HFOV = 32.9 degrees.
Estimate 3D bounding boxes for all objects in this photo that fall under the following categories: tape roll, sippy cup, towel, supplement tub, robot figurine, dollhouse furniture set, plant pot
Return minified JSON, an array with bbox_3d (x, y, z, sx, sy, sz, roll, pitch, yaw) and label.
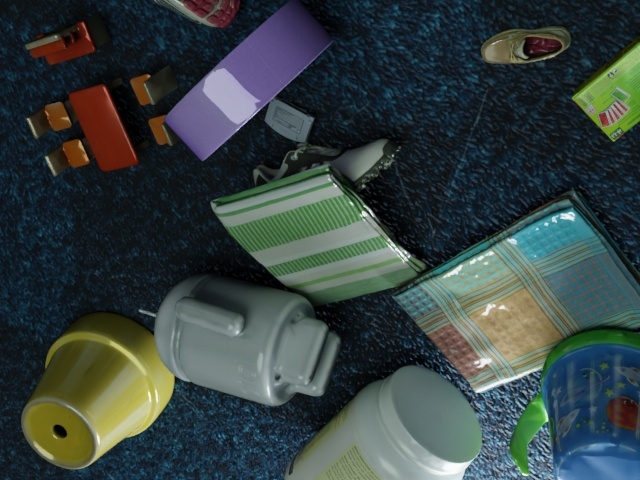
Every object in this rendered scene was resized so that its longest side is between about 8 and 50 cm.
[{"bbox_3d":[-0.109,-0.244,1.648,0.275,0.275,0.090,-37,99,32],"label":"tape roll"},{"bbox_3d":[0.463,0.300,1.734,0.240,0.224,0.305,23,130,-1],"label":"sippy cup"},{"bbox_3d":[0.337,0.101,1.788,0.370,0.040,0.271,-31,111,31],"label":"towel"},{"bbox_3d":[0.000,0.000,1.795,0.248,0.038,0.325,-16,141,28],"label":"towel"},{"bbox_3d":[0.110,0.395,1.936,0.235,0.235,0.325,39,123,-3],"label":"supplement tub"},{"bbox_3d":[-0.146,0.171,1.917,0.353,0.199,0.300,12,159,25],"label":"robot figurine"},{"bbox_3d":[-0.388,-0.239,1.840,0.262,0.135,0.259,-11,112,26],"label":"dollhouse furniture set"},{"bbox_3d":[-0.446,0.304,2.095,0.254,0.239,0.254,10,120,17],"label":"plant pot"}]

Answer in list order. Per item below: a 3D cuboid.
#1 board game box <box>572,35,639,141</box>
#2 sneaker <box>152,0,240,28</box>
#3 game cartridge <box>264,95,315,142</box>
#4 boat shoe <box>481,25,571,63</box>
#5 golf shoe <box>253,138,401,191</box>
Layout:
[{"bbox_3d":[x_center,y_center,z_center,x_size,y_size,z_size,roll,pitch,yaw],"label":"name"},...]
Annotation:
[{"bbox_3d":[0.466,-0.237,1.572,0.092,0.043,0.181,44,123,-7],"label":"board game box"},{"bbox_3d":[-0.260,-0.431,1.716,0.299,0.121,0.112,34,153,0],"label":"sneaker"},{"bbox_3d":[-0.052,-0.199,1.798,0.083,0.017,0.056,31,119,16],"label":"game cartridge"},{"bbox_3d":[0.301,-0.287,1.606,0.135,0.045,0.050,-10,113,25],"label":"boat shoe"},{"bbox_3d":[0.003,-0.113,1.783,0.273,0.105,0.120,-27,96,29],"label":"golf shoe"}]
